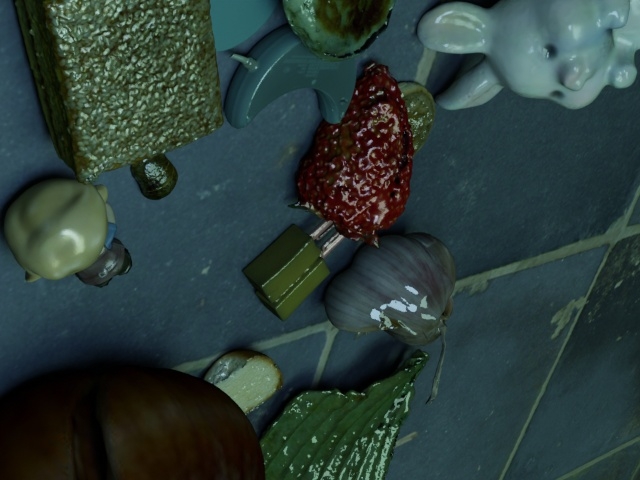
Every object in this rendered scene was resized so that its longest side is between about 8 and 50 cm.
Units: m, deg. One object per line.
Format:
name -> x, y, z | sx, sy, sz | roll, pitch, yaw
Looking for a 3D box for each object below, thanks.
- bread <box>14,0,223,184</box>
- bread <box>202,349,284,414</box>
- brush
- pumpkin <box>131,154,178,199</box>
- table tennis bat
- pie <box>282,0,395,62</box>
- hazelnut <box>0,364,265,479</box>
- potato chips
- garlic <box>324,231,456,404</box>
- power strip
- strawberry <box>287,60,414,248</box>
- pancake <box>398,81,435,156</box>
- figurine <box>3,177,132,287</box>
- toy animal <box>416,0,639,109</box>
bread -> -0.201, -0.195, 1.240 | 0.184, 0.110, 0.234 | -28, 139, -25
bread -> -0.122, 0.209, 1.791 | 0.126, 0.044, 0.129 | -35, 148, -9
brush -> 0.000, 0.000, 1.724 | 0.233, 0.047, 0.103 | -45, 147, -11
pumpkin -> -0.192, -0.074, 1.439 | 0.050, 0.028, 0.083 | -43, 142, -8
table tennis bat -> -0.096, -0.306, 1.318 | 0.149, 0.038, 0.237 | -30, 146, -25
pie -> 0.030, -0.324, 1.406 | 0.240, 0.054, 0.241 | -31, 131, -45
hazelnut -> -0.243, 0.323, 1.514 | 0.359, 0.359, 0.409 | -58, 155, 11
potato chips -> 0.044, 0.355, 2.080 | 0.373, 0.097, 0.389 | -19, 135, -36
garlic -> 0.119, 0.121, 1.853 | 0.207, 0.257, 0.207 | -15, 176, -1
power strip -> -0.036, -0.199, 1.483 | 0.216, 0.044, 0.137 | -6, 127, -47
strawberry -> 0.076, -0.108, 1.624 | 0.174, 0.098, 0.228 | 19, 106, -36
pancake -> 0.105, -0.153, 1.713 | 0.151, 0.025, 0.152 | -32, 142, -28
figurine -> -0.271, -0.002, 1.369 | 0.114, 0.108, 0.196 | -26, 163, 7
toy animal -> 0.319, -0.300, 1.677 | 0.367, 0.241, 0.196 | -29, 136, -5
